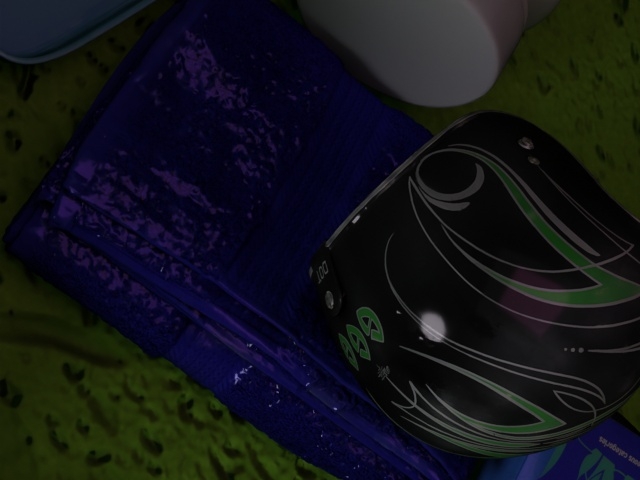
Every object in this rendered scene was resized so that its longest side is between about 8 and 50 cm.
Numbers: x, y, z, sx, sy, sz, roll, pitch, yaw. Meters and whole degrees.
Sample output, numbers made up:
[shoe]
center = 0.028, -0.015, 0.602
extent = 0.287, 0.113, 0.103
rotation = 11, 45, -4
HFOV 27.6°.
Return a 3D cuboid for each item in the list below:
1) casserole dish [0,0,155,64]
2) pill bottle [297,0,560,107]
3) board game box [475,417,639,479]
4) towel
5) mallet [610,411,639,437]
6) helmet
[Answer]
[casserole dish]
center = -0.148, -0.171, 0.753
extent = 0.188, 0.037, 0.114
rotation = -39, 97, -31
[pill bottle]
center = 0.106, -0.233, 0.833
extent = 0.160, 0.160, 0.283
rotation = 37, 64, -16
[board game box]
center = 0.148, 0.215, 0.792
extent = 0.160, 0.047, 0.210
rotation = 33, 76, -18
[towel]
center = 0.000, 0.000, 0.768
extent = 0.308, 0.076, 0.227
rotation = 38, 64, -16
[mallet]
center = 0.216, 0.074, 0.894
extent = 0.062, 0.039, 0.189
rotation = 44, 58, -13
[helmet]
center = 0.093, 0.033, 0.678
extent = 0.169, 0.169, 0.161
rotation = -37, 79, -30
